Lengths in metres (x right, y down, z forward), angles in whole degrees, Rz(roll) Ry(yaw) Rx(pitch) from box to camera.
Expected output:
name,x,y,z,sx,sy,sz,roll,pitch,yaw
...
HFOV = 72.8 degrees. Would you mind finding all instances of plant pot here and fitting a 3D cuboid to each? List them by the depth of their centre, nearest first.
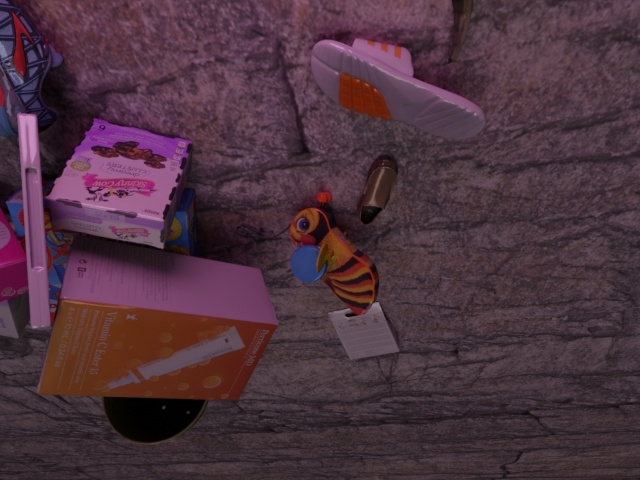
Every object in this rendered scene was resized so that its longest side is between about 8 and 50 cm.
name,x,y,z,sx,sy,sz,roll,pitch,yaw
plant pot,-0.439,0.451,1.265,0.275,0.275,0.293,5,152,-3

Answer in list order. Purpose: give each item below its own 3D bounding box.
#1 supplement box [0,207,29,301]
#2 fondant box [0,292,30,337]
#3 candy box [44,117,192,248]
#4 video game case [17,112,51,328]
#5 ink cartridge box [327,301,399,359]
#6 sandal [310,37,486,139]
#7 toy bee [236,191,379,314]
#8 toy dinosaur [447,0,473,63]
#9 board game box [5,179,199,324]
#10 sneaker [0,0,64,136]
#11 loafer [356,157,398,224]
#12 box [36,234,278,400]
name,x,y,z,sx,sy,sz,roll,pitch,yaw
supplement box,-0.631,0.002,0.789,0.111,0.220,0.114,-23,154,-40
fondant box,-0.870,0.099,1.001,0.330,0.096,0.238,14,135,-14
candy box,-0.310,-0.095,0.699,0.165,0.196,0.070,11,138,-12
video game case,-0.424,-0.014,0.646,0.025,0.285,0.204,-4,174,-33
ink cartridge box,0.117,0.234,1.159,0.145,0.045,0.179,-15,116,18
sandal,0.115,-0.226,0.632,0.265,0.076,0.102,22,156,-3
toy bee,0.000,0.000,0.819,0.298,0.195,0.162,28,107,-10
toy dinosaur,0.188,-0.352,0.513,0.118,0.064,0.268,-9,138,21
board game box,-0.404,0.039,0.871,0.308,0.086,0.302,2,126,-6
sneaker,-0.435,-0.279,0.605,0.125,0.104,0.262,-18,134,-38
loafer,0.106,-0.084,0.801,0.056,0.050,0.148,8,136,-7
box,-0.287,0.153,0.791,0.345,0.168,0.215,13,119,-28
